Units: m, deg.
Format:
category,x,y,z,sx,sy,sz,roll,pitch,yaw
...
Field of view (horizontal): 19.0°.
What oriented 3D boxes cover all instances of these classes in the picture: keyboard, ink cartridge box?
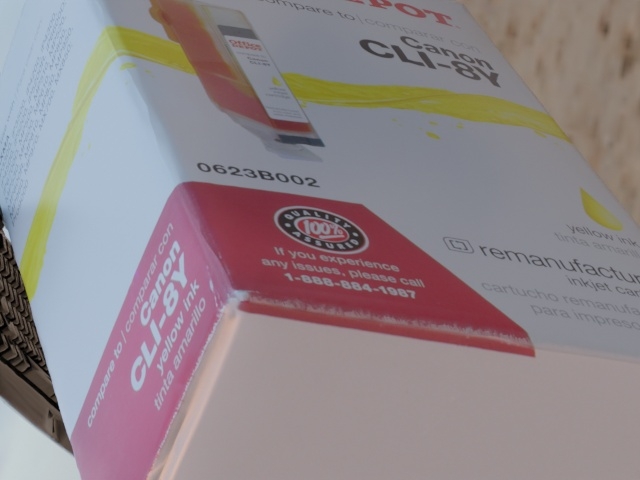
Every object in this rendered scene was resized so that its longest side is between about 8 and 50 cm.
category,x,y,z,sx,sy,sz,roll,pitch,yaw
keyboard,-0.185,0.026,1.172,0.317,0.033,0.202,79,172,-75
ink cartridge box,0.000,0.000,0.996,0.160,0.279,0.385,-67,29,26
